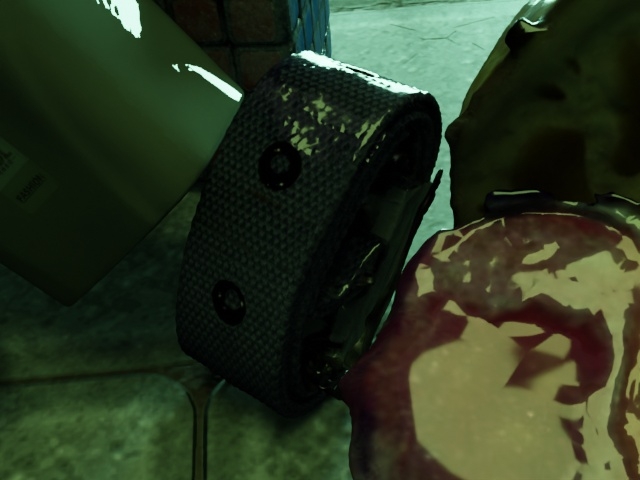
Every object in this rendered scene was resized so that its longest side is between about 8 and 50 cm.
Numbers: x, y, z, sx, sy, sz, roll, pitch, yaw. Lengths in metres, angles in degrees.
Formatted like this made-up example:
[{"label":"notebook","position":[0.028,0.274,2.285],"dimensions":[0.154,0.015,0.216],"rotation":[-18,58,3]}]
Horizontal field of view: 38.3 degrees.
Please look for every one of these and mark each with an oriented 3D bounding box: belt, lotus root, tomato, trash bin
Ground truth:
[{"label":"belt","position":[0.000,0.000,0.609],"dimensions":[0.126,0.230,0.139],"rotation":[27,13,29]},{"label":"lotus root","position":[0.246,-0.071,0.621],"dimensions":[0.316,0.316,0.250],"rotation":[9,36,14]},{"label":"tomato","position":[0.173,0.143,0.475],"dimensions":[0.335,0.176,0.290],"rotation":[7,64,18]},{"label":"trash bin","position":[-0.203,-0.108,0.618],"dimensions":[0.250,0.220,0.219],"rotation":[40,33,-17]}]

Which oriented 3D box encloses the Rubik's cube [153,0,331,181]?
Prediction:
[{"label":"Rubik's cube","position":[-0.116,-0.208,0.821],"dimensions":[0.238,0.237,0.237],"rotation":[2,40,8]}]
